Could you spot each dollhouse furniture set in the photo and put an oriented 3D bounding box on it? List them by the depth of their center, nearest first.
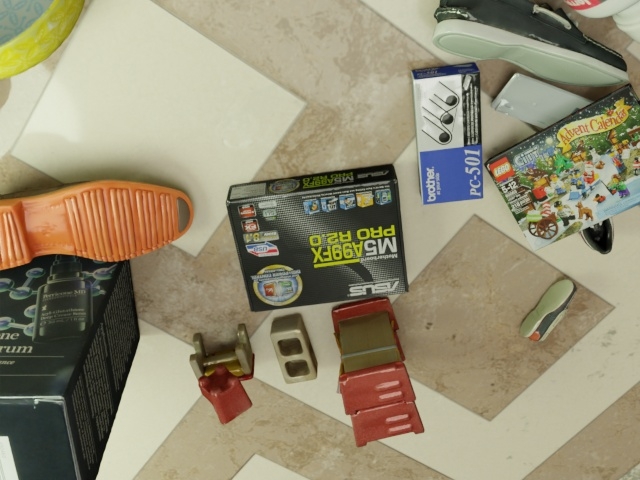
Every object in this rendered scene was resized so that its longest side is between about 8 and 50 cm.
[{"bbox_3d":[-0.031,0.243,1.263,0.374,0.201,0.152,-12,120,5],"label":"dollhouse furniture set"}]

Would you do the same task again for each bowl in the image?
[{"bbox_3d":[-0.414,-0.310,0.937,0.289,0.289,0.156,-9,162,4],"label":"bowl"}]

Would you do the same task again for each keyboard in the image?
[{"bbox_3d":[0.385,-0.184,1.109,0.256,0.014,0.072,16,136,-14],"label":"keyboard"}]

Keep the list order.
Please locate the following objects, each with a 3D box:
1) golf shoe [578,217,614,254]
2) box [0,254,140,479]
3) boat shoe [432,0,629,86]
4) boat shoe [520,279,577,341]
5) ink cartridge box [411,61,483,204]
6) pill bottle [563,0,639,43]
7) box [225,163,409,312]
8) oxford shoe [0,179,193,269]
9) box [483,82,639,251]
[{"bbox_3d":[0.424,-0.063,1.158,0.067,0.086,0.186,-24,117,14],"label":"golf shoe"},{"bbox_3d":[-0.459,0.181,1.105,0.294,0.395,0.212,0,120,-2],"label":"box"},{"bbox_3d":[0.300,-0.284,1.014,0.303,0.114,0.091,11,86,-23],"label":"boat shoe"},{"bbox_3d":[0.405,0.124,1.290,0.043,0.049,0.137,22,120,-17],"label":"boat shoe"},{"bbox_3d":[0.194,-0.159,1.120,0.097,0.046,0.207,-6,121,4],"label":"ink cartridge box"},{"bbox_3d":[0.338,-0.391,0.911,0.318,0.176,0.176,33,114,-18],"label":"pill bottle"},{"bbox_3d":[0.000,0.000,1.202,0.270,0.060,0.216,-7,120,3],"label":"box"},{"bbox_3d":[-0.384,-0.043,1.145,0.364,0.133,0.130,-5,112,-19],"label":"oxford shoe"},{"bbox_3d":[0.384,-0.103,1.094,0.233,0.044,0.159,-29,95,31],"label":"box"}]
